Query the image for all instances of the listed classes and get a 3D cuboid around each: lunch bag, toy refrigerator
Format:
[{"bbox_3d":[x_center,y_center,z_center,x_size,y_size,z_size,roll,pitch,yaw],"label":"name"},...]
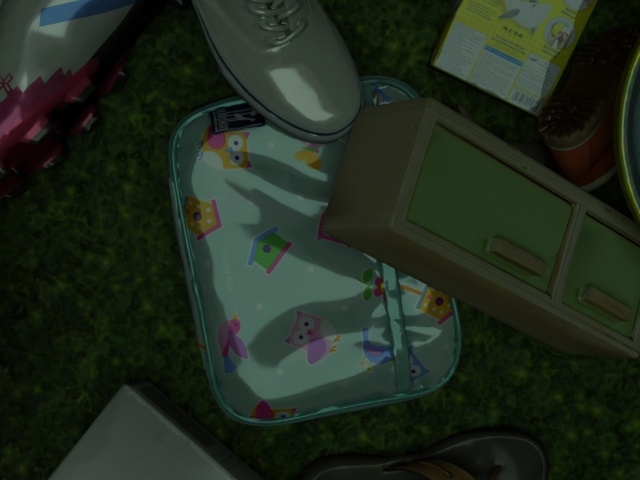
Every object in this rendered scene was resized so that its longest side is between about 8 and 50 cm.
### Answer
[{"bbox_3d":[0.000,0.000,1.027,0.224,0.108,0.279,-9,96,0],"label":"lunch bag"},{"bbox_3d":[0.142,-0.003,0.961,0.269,0.094,0.102,27,74,-32],"label":"toy refrigerator"}]

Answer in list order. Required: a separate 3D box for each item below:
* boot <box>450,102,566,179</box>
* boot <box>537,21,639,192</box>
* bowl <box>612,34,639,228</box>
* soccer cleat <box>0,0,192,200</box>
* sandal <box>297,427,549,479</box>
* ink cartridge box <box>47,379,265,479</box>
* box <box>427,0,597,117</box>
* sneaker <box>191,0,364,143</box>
[{"bbox_3d":[0.164,-0.067,1.061,0.087,0.042,0.118,-16,97,-6],"label":"boot"},{"bbox_3d":[0.238,-0.111,1.042,0.158,0.059,0.085,-50,133,-22],"label":"boot"},{"bbox_3d":[0.356,-0.089,0.998,0.289,0.156,0.289,0,97,-3],"label":"bowl"},{"bbox_3d":[-0.212,-0.178,1.012,0.143,0.116,0.331,40,88,4],"label":"soccer cleat"},{"bbox_3d":[0.087,0.212,1.074,0.219,0.060,0.090,-3,96,-1],"label":"sandal"},{"bbox_3d":[-0.121,0.307,1.039,0.296,0.066,0.261,39,95,9],"label":"ink cartridge box"},{"bbox_3d":[0.172,-0.203,1.043,0.105,0.043,0.179,26,97,-3],"label":"box"},{"bbox_3d":[-0.052,-0.183,0.922,0.094,0.091,0.258,-36,96,-10],"label":"sneaker"}]
